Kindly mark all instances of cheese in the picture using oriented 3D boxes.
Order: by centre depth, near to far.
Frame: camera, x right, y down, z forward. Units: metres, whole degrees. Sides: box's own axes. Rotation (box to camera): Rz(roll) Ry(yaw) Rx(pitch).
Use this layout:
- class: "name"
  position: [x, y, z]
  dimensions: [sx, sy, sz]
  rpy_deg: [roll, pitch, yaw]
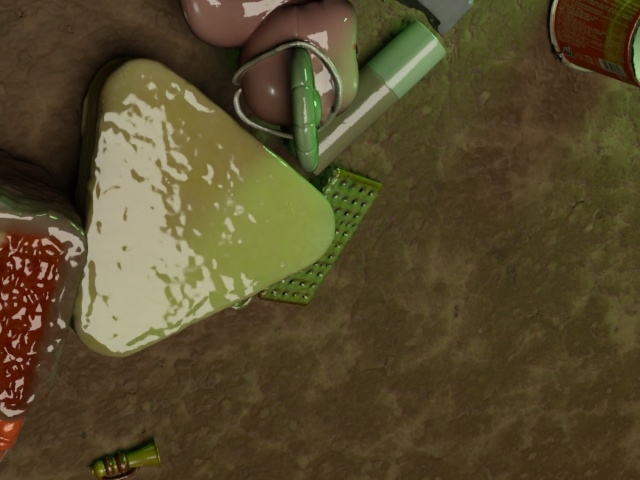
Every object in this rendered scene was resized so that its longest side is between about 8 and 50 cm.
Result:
- class: "cheese"
  position: [-0.150, -0.032, 1.457]
  dimensions: [0.384, 0.104, 0.384]
  rpy_deg: [-4, 100, -24]

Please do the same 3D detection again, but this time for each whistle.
- class: "whistle"
  position: [-0.306, 0.350, 1.730]
  dimensions: [0.109, 0.057, 0.046]
  rpy_deg: [-16, 79, -7]

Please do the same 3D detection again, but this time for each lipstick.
- class: "lipstick"
  position: [0.063, -0.202, 1.560]
  dimensions: [0.254, 0.070, 0.070]
  rpy_deg: [-43, 127, 2]

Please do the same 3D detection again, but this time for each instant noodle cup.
- class: "instant noodle cup"
  position: [0.473, -0.321, 1.626]
  dimensions: [0.213, 0.174, 0.213]
  rpy_deg: [-12, 122, -20]

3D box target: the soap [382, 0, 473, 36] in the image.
- class: "soap"
  position: [0.137, -0.502, 1.270]
  dimensions: [0.213, 0.350, 0.435]
  rpy_deg: [31, 100, -28]

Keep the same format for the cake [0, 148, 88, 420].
- class: "cake"
  position: [-0.444, 0.045, 1.358]
  dimensions: [0.237, 0.230, 0.308]
  rpy_deg: [9, 113, -32]

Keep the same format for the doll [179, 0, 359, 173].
- class: "doll"
  position: [-0.057, -0.224, 1.386]
  dimensions: [0.216, 0.284, 0.268]
  rpy_deg: [-9, 101, -4]

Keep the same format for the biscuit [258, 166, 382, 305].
- class: "biscuit"
  position: [0.000, 0.000, 1.652]
  dimensions: [0.139, 0.016, 0.231]
  rpy_deg: [13, 113, -56]

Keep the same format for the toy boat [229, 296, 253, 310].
- class: "toy boat"
  position: [-0.145, 0.015, 1.591]
  dimensions: [0.116, 0.061, 0.188]
  rpy_deg: [-24, 125, -13]

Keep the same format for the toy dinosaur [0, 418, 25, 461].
- class: "toy dinosaur"
  position: [-0.457, 0.245, 1.580]
  dimensions: [0.101, 0.055, 0.279]
  rpy_deg: [5, 114, -39]
